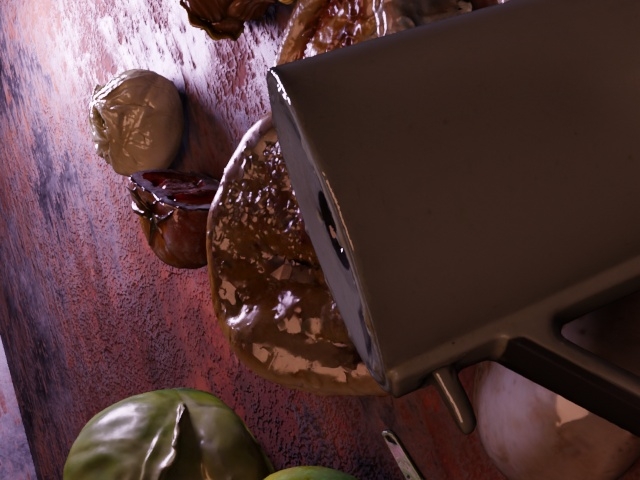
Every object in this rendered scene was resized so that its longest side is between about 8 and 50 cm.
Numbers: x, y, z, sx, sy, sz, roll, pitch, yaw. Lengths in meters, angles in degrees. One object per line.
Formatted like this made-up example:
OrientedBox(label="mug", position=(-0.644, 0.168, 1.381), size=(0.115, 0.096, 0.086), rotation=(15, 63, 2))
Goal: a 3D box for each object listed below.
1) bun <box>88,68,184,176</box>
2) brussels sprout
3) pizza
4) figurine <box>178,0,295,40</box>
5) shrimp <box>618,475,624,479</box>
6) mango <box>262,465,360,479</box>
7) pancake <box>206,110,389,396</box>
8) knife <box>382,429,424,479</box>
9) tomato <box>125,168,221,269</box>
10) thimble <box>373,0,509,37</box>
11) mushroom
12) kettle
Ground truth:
OrientedBox(label="bun", position=(-0.383, -0.237, 1.246), size=(0.229, 0.145, 0.229), rotation=(5, 97, 46))
OrientedBox(label="brussels sprout", position=(-0.245, 0.441, 1.086), size=(0.361, 0.343, 0.425), rotation=(-97, -10, -49))
OrientedBox(label="pizza", position=(0.036, -0.295, 0.836), size=(0.365, 0.074, 0.182), rotation=(-32, 65, 46))
OrientedBox(label="figurine", position=(-0.131, -0.418, 0.948), size=(0.263, 0.142, 0.189), rotation=(-24, 102, 47))
OrientedBox(label="shrimp", position=(0.263, 0.214, 0.699), size=(0.165, 0.057, 0.065), rotation=(16, 115, 47))
OrientedBox(label="mango", position=(0.049, 0.473, 0.863), size=(0.382, 0.225, 0.201), rotation=(34, 127, 16))
OrientedBox(label="pancake", position=(0.000, -0.001, 0.726), size=(0.387, 0.082, 0.386), rotation=(-5, 82, 36))
OrientedBox(label="knife", position=(0.147, 0.362, 0.880), size=(0.207, 0.014, 0.030), rotation=(57, 132, 25))
OrientedBox(label="tomato", position=(-0.245, -0.029, 1.113), size=(0.214, 0.181, 0.155), rotation=(31, 124, 44))
OrientedBox(label="thimble", position=(0.165, -0.251, 0.655), size=(0.196, 0.148, 0.228), rotation=(-9, 92, 47))
OrientedBox(label="mushroom", position=(0.270, 0.139, 0.587), size=(0.244, 0.244, 0.243), rotation=(10, 104, 45))
OrientedBox(label="kettle", position=(0.191, -0.027, 0.455), size=(0.250, 0.377, 0.361), rotation=(79, 169, -60))
